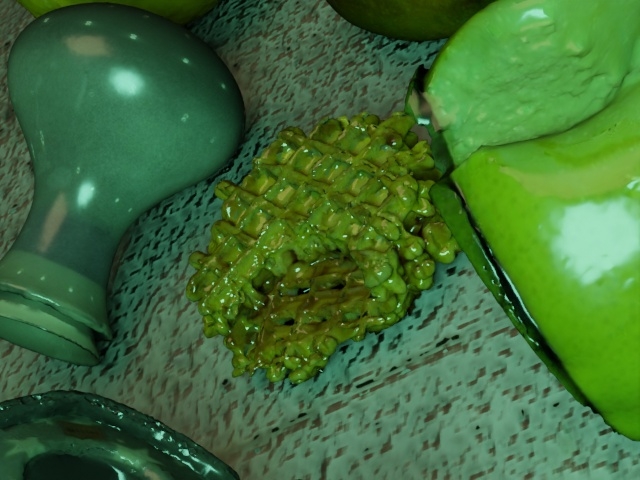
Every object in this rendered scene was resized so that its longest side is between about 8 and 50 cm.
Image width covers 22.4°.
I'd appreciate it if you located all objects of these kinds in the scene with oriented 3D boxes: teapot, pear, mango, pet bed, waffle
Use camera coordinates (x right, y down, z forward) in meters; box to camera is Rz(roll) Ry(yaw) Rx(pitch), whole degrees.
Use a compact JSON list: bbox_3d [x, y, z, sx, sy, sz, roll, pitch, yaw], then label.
[{"bbox_3d":[-0.167,-0.041,1.188,0.183,0.183,0.251,3,67,43],"label":"teapot"},{"bbox_3d":[0.198,-0.064,0.888,0.292,0.159,0.292,-22,41,21],"label":"pear"},{"bbox_3d":[0.066,-0.209,1.175,0.133,0.111,0.267,-41,38,-5],"label":"mango"},{"bbox_3d":[-0.154,0.182,0.897,0.211,0.183,0.159,124,148,-47],"label":"pet bed"},{"bbox_3d":[0.000,0.000,1.068,0.193,0.070,0.197,-34,38,11],"label":"waffle"}]

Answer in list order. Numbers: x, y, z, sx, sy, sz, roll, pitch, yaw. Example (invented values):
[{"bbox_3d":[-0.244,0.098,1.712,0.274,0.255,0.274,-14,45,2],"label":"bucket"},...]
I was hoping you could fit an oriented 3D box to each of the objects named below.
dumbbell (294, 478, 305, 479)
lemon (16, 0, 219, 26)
[{"bbox_3d":[-0.026,0.267,0.765,0.302,0.121,0.108,-67,18,-13],"label":"dumbbell"},{"bbox_3d":[-0.172,-0.303,1.369,0.253,0.253,0.310,-25,38,21],"label":"lemon"}]
